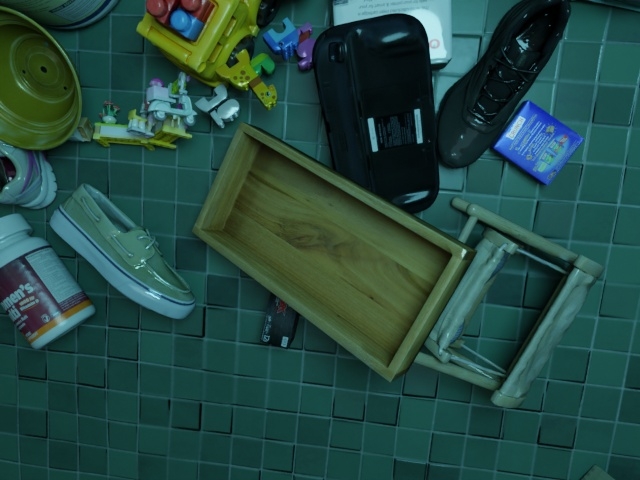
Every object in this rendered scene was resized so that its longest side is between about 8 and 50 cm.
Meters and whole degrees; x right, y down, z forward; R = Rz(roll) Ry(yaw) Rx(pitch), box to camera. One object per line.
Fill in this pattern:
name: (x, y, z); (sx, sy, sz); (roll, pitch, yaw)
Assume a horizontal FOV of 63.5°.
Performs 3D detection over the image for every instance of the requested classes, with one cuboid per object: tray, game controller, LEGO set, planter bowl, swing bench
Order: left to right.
planter bowl: (-0.458, -0.260, 0.815); (0.216, 0.090, 0.217); (5, 122, 7)
LEGO set: (-0.304, -0.219, 0.857); (0.286, 0.132, 0.107); (1, 83, 35)
LEGO set: (-0.081, -0.250, 0.801); (0.227, 0.087, 0.093); (-37, 87, -3)
tray: (0.000, 0.000, 0.782); (0.410, 0.076, 0.203); (34, 105, 27)
game controller: (0.092, -0.170, 0.789); (0.166, 0.067, 0.319); (-14, 124, -1)
swing bench: (0.277, 0.101, 0.813); (0.254, 0.165, 0.254); (26, 101, 1)

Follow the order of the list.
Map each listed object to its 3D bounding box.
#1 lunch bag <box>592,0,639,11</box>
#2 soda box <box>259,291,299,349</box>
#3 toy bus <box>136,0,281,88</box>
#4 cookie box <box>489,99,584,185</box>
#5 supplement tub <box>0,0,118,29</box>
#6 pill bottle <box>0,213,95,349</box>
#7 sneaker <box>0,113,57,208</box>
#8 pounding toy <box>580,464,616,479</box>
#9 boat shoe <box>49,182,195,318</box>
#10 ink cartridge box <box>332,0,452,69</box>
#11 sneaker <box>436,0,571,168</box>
lunch bag: (0.439, -0.449, 0.708); (0.262, 0.160, 0.224); (8, 101, -1)
soda box: (-0.058, 0.098, 0.902); (0.053, 0.060, 0.169); (15, 101, 6)
toy bus: (-0.169, -0.357, 0.763); (0.149, 0.211, 0.220); (34, 100, 1)
cookie box: (0.343, -0.156, 0.825); (0.107, 0.040, 0.092); (35, 102, -1)
supplement tub: (-0.442, -0.448, 0.718); (0.235, 0.325, 0.236); (1, 100, 6)
pill bottle: (-0.513, 0.071, 0.917); (0.121, 0.121, 0.221); (-33, 95, 10)
sneaker: (-0.537, -0.175, 0.883); (0.102, 0.111, 0.253); (-12, 98, 8)
pounding toy: (0.487, 0.461, 0.878); (0.141, 0.130, 0.100); (42, 89, -2)
boat shoe: (-0.334, 0.018, 0.898); (0.302, 0.109, 0.094); (37, 99, 2)
ink cartridge box: (0.106, -0.379, 0.783); (0.171, 0.100, 0.238); (-2, 99, 8)
sneaker: (0.266, -0.241, 0.776); (0.109, 0.130, 0.287); (27, 102, -1)
